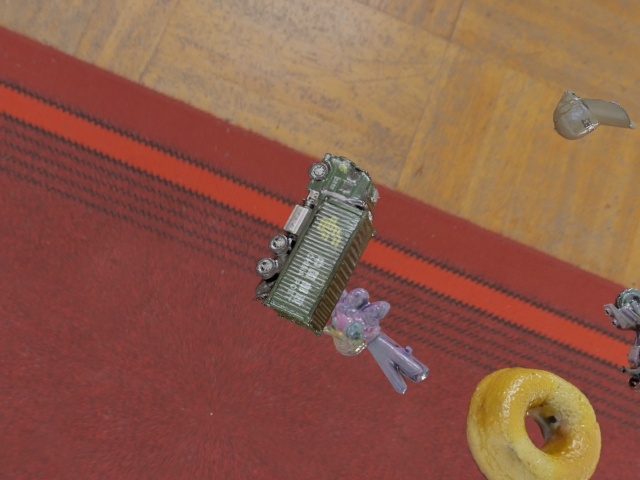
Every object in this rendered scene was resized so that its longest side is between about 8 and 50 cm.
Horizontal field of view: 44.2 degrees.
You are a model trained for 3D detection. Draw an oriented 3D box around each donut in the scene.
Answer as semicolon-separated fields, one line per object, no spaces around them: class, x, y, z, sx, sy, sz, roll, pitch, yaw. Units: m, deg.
donut;0.459;0.402;1.662;0.303;0.110;0.302;9;67;-21

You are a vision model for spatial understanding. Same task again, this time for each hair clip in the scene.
hair clip;0.102;0.181;1.517;0.278;0.090;0.137;41;109;-1

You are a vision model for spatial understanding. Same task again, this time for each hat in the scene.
hat;0.599;-0.258;1.733;0.175;0.147;0.084;25;91;43

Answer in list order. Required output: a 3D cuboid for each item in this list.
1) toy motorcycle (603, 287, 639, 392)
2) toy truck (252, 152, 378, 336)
toy motorcycle;0.609;0.201;1.501;0.122;0.082;0.213;-27;84;-16
toy truck;0.000;0.000;1.200;0.121;0.088;0.259;23;77;21
